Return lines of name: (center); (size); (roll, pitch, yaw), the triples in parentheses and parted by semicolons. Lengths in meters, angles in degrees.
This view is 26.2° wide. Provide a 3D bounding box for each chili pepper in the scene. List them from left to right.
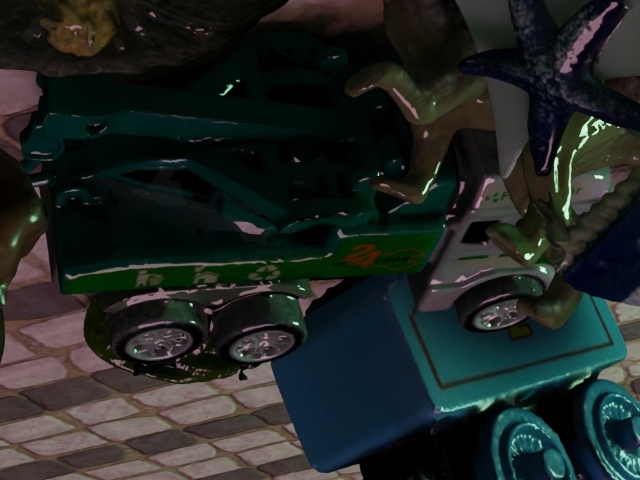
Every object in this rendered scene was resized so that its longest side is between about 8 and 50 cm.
chili pepper: (-0.111, 0.088, 1.211); (0.204, 0.073, 0.072); (13, 135, -46)

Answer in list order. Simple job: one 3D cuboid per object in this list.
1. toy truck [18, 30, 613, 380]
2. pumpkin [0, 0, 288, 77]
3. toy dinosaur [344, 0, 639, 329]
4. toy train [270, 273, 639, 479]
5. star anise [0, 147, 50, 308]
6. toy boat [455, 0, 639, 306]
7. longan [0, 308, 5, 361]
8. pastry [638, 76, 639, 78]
toy truck: (-0.005, -0.034, 0.828); (0.363, 0.177, 0.178); (-1, 150, -21)
pumpkin: (-0.097, -0.142, 0.544); (0.211, 0.152, 0.211); (-12, 173, -2)
toy dinosaur: (0.103, -0.072, 0.711); (0.294, 0.162, 0.077); (39, 163, -36)
toy train: (0.122, 0.129, 1.120); (0.188, 0.265, 0.300); (-32, 164, 39)
star anise: (-0.205, -0.064, 0.654); (0.099, 0.220, 0.214); (-49, 159, -4)
toy boat: (0.110, -0.082, 0.584); (0.291, 0.210, 0.070); (23, -153, 34)
longan: (-0.299, 0.058, 0.921); (0.167, 0.168, 0.187); (-15, -176, 12)
pastry: (0.300, -0.173, 0.639); (0.355, 0.164, 0.356); (-14, 160, -5)
